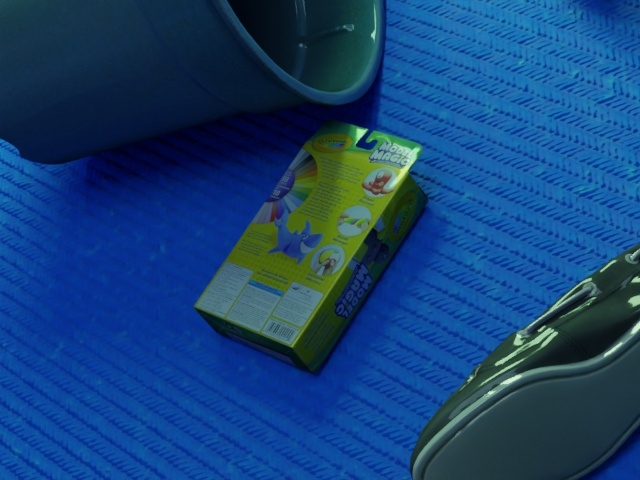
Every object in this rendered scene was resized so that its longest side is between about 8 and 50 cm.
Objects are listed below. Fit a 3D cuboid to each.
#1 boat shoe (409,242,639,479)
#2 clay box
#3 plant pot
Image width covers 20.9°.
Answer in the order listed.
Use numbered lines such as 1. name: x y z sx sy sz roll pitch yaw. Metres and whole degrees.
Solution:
1. boat shoe: 0.208 0.090 1.323 0.335 0.112 0.095 -32 28 -2
2. clay box: 0.000 0.000 1.543 0.127 0.053 0.222 20 67 40
3. plant pot: -0.169 -0.240 1.658 0.334 0.341 0.341 -18 49 28
